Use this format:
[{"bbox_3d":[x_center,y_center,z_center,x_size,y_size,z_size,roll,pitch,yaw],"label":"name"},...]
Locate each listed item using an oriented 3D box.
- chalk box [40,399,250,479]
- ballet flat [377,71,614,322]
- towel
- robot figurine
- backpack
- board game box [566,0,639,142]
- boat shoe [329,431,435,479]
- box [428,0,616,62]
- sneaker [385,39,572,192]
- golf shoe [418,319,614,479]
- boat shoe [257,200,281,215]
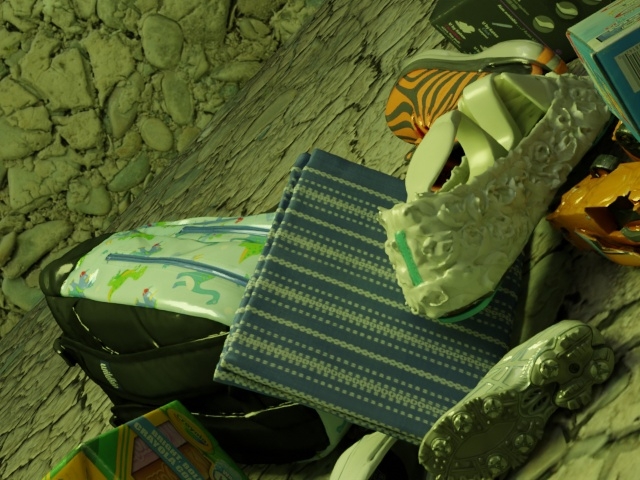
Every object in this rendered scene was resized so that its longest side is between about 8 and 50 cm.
[{"bbox_3d":[-0.162,0.278,1.279,0.180,0.179,0.289,-45,-8,12],"label":"chalk box"},{"bbox_3d":[0.171,-0.083,1.291,0.147,0.147,0.409,-34,11,40],"label":"ballet flat"},{"bbox_3d":[0.057,0.051,1.255,0.336,0.243,0.040,-70,-1,-51],"label":"towel"},{"bbox_3d":[0.307,-0.060,1.093,0.211,0.085,0.291,-53,16,-13],"label":"robot figurine"},{"bbox_3d":[-0.088,0.102,1.425,0.273,0.290,0.355,-39,19,-20],"label":"backpack"},{"bbox_3d":[0.334,-0.185,0.974,0.308,0.086,0.302,-30,6,12],"label":"board game box"},{"bbox_3d":[0.039,0.235,1.097,0.084,0.095,0.258,-43,18,33],"label":"boat shoe"},{"bbox_3d":[0.283,-0.315,1.616,0.270,0.143,0.165,-27,29,50],"label":"box"},{"bbox_3d":[0.139,-0.126,1.597,0.180,0.124,0.321,-54,17,-21],"label":"sneaker"},{"bbox_3d":[0.154,0.128,1.108,0.176,0.069,0.086,-36,12,5],"label":"golf shoe"},{"bbox_3d":[-0.057,-0.016,1.882,0.065,0.075,0.206,-34,4,39],"label":"boat shoe"}]
